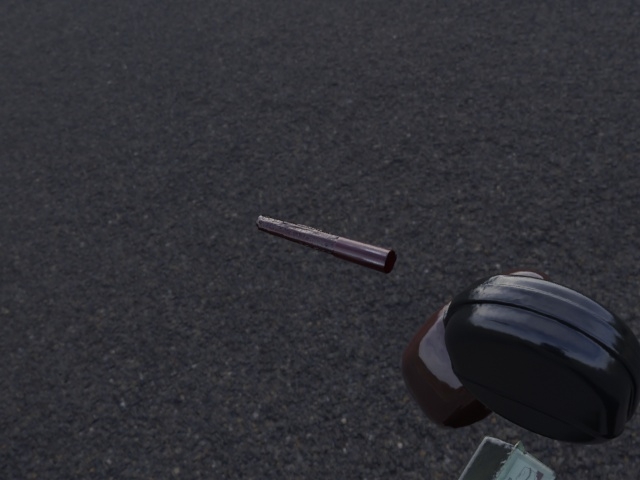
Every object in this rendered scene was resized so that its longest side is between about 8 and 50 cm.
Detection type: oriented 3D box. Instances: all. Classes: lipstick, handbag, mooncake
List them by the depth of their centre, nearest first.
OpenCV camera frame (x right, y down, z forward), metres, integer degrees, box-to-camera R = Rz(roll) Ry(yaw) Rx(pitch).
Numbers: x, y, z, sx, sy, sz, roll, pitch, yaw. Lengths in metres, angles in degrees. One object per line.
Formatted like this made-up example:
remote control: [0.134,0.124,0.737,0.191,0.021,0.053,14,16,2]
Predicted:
lipstick: [0.000,0.000,0.722,0.176,0.027,0.027,17,47,32]
handbag: [0.279,0.161,0.865,0.254,0.308,0.093,16,60,30]
mooncake: [0.322,0.194,1.217,0.334,0.326,0.174,0,46,-42]

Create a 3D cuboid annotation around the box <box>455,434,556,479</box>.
box: [0.356,0.566,1.387,0.166,0.220,0.290,27,67,30]
